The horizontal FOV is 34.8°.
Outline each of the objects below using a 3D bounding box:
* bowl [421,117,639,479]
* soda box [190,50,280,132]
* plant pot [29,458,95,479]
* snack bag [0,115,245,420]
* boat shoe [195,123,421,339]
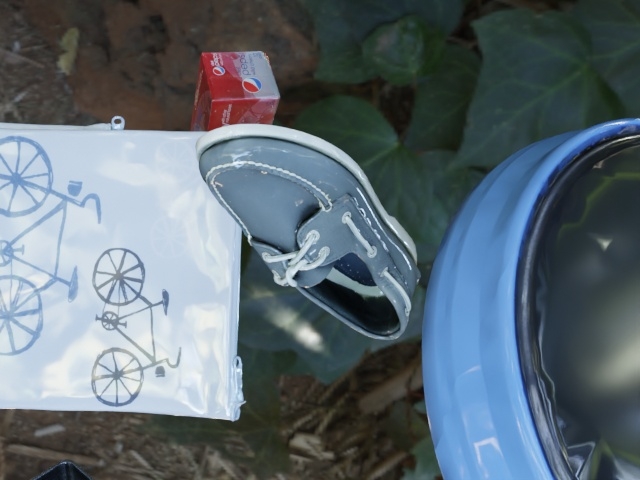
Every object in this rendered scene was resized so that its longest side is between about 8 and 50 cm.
[{"bbox_3d":[0.249,0.098,0.679,0.391,0.077,0.391,12,65,-26],"label":"bowl"},{"bbox_3d":[-0.127,-0.141,1.395,0.092,0.263,0.083,-5,59,-17],"label":"soda box"},{"bbox_3d":[-0.326,0.420,1.263,0.188,0.187,0.167,-30,133,-37],"label":"plant pot"},{"bbox_3d":[-0.240,0.027,1.115,0.037,0.343,0.323,16,75,-79],"label":"snack bag"},{"bbox_3d":[0.000,0.000,0.938,0.319,0.116,0.099,39,44,-49],"label":"boat shoe"}]
